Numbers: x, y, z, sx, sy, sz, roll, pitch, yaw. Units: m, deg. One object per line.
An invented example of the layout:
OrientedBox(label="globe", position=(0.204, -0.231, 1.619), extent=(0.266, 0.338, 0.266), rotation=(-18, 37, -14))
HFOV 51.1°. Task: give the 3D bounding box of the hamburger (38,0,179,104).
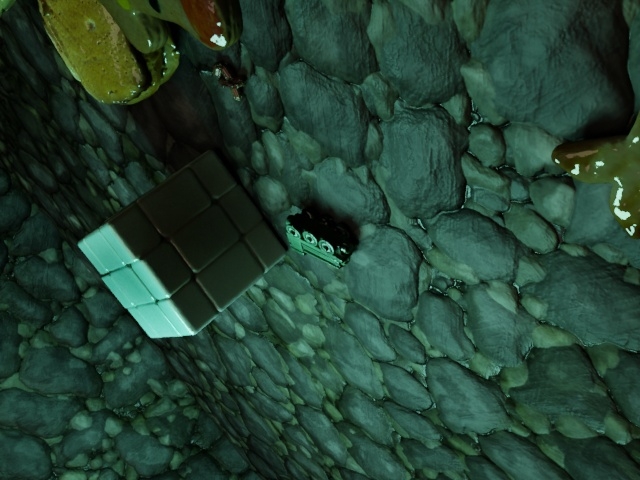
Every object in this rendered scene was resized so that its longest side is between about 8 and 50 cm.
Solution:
OrientedBox(label="hamburger", position=(-0.428, -0.434, 1.378), extent=(0.284, 0.174, 0.304), rotation=(10, 132, 46))

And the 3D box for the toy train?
OrientedBox(label="toy train", position=(0.000, 0.000, 1.420), extent=(0.170, 0.071, 0.111), rotation=(26, 151, 31))

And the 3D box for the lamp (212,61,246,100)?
OrientedBox(label="lamp", position=(-0.184, -0.323, 1.334), extent=(0.083, 0.031, 0.063), rotation=(48, 148, 11))

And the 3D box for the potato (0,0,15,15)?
OrientedBox(label="potato", position=(-0.885, -0.701, 1.644), extent=(0.242, 0.242, 0.285), rotation=(27, 149, 32))

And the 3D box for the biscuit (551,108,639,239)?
OrientedBox(label="biscuit", position=(0.404, -0.104, 0.815), extent=(0.164, 0.047, 0.208), rotation=(48, 149, 5))

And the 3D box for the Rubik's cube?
OrientedBox(label="Rubik's cube", position=(-0.338, 0.018, 1.618), extent=(0.316, 0.319, 0.322), rotation=(55, 149, -11))

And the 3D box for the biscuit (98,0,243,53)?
OrientedBox(label="biscuit", position=(-0.294, -0.444, 1.050), extent=(0.394, 0.076, 0.368), rotation=(24, 146, 40))
